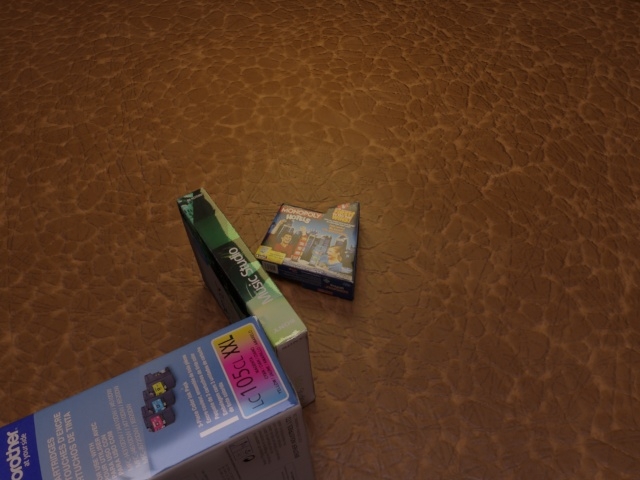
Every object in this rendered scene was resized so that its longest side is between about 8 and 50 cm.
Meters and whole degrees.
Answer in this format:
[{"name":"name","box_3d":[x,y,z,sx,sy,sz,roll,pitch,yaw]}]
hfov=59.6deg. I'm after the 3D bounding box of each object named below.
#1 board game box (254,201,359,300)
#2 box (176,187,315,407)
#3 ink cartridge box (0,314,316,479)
[{"name":"board game box","box_3d":[0.000,0.000,1.081,0.194,0.060,0.194,14,52,14]},{"name":"box","box_3d":[-0.119,0.097,0.897,0.058,0.232,0.322,-29,55,-19]},{"name":"ink cartridge box","box_3d":[-0.217,0.296,0.714,0.395,0.270,0.151,-24,50,-16]}]
